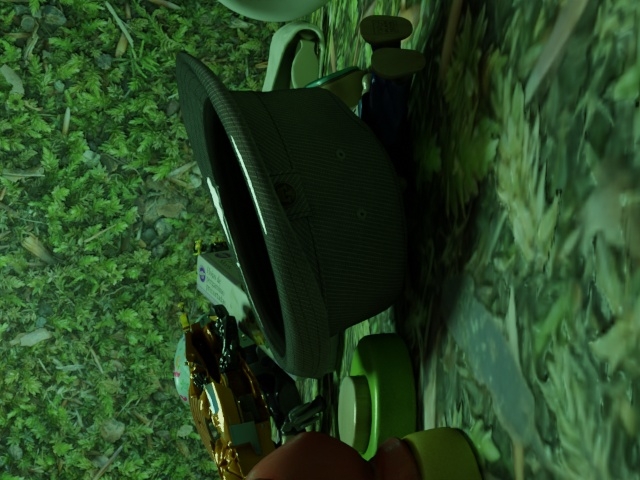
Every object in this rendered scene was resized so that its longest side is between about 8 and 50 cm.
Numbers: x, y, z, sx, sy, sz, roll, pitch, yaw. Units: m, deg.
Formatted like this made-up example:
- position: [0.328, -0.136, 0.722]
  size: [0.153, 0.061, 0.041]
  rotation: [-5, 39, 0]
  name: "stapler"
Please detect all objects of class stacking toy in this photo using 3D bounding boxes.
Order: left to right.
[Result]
- position: [-0.003, 0.221, 0.489]
  size: [0.279, 0.131, 0.308]
  rotation: [-103, 18, -66]
  name: "stacking toy"

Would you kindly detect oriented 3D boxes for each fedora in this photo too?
- position: [-0.015, -0.032, 0.549]
  size: [0.243, 0.125, 0.275]
  rotation: [108, 141, -67]
  name: "fedora"

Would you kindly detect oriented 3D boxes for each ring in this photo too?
- position: [-0.152, 0.410, 1.300]
  size: [0.337, 0.032, 0.336]
  rotation: [34, 140, 35]
  name: "ring"

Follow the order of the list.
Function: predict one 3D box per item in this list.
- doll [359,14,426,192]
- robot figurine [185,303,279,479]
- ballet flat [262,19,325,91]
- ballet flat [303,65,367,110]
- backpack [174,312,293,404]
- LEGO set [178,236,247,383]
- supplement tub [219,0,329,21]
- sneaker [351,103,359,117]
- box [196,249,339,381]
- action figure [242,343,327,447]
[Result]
- position: [0.051, -0.098, 0.573]
  size: [0.189, 0.046, 0.129]
  rotation: [93, 168, -56]
  name: "doll"
- position: [-0.122, 0.228, 0.901]
  size: [0.211, 0.085, 0.291]
  rotation: [95, 156, -43]
  name: "robot figurine"
- position: [-0.060, -0.224, 1.272]
  size: [0.139, 0.139, 0.399]
  rotation: [-150, 68, -82]
  name: "ballet flat"
- position: [0.023, -0.170, 0.825]
  size: [0.232, 0.080, 0.073]
  rotation: [-106, -7, -77]
  name: "ballet flat"
- position: [-0.184, 0.270, 1.467]
  size: [0.191, 0.254, 0.225]
  rotation: [-46, 35, 48]
  name: "backpack"
- position: [-0.145, 0.087, 1.209]
  size: [0.192, 0.255, 0.331]
  rotation: [62, -148, -53]
  name: "LEGO set"
- position: [-0.070, -0.507, 0.992]
  size: [0.241, 0.241, 0.331]
  rotation: [101, 170, -46]
  name: "supplement tub"
- position: [0.029, -0.117, 0.673]
  size: [0.118, 0.067, 0.042]
  rotation: [109, 163, -65]
  name: "sneaker"
- position: [-0.088, 0.097, 0.971]
  size: [0.324, 0.067, 0.063]
  rotation: [31, 121, 53]
  name: "box"
- position: [-0.044, 0.255, 0.970]
  size: [0.185, 0.099, 0.284]
  rotation: [111, 148, -46]
  name: "action figure"
